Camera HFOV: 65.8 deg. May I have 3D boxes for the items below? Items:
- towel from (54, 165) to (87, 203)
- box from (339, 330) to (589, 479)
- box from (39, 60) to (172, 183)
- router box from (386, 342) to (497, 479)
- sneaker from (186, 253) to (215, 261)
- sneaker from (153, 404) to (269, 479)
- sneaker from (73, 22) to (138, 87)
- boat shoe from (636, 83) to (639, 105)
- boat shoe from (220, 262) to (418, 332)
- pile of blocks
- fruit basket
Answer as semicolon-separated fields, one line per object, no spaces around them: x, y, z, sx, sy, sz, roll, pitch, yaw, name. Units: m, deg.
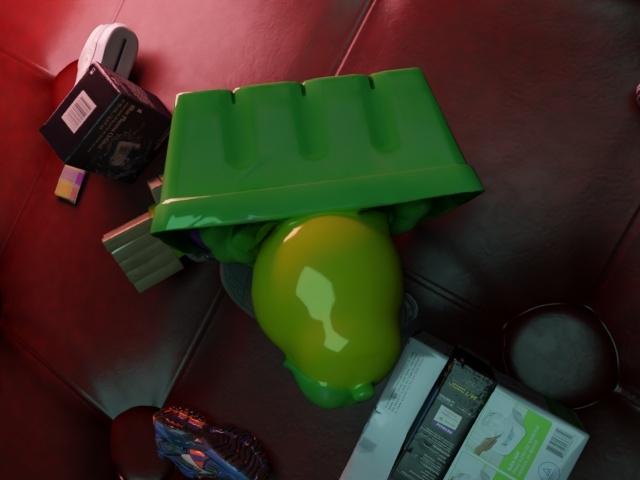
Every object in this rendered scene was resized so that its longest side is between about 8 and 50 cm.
-0.498;-0.120;0.990;0.060;0.009;0.083;20;91;21;towel
0.169;0.290;0.649;0.231;0.126;0.262;26;94;21;box
-0.364;-0.199;0.871;0.156;0.158;0.093;-46;72;10;box
0.129;0.181;0.517;0.046;0.179;0.133;29;91;18;router box
-0.110;-0.069;0.783;0.267;0.106;0.101;-45;91;1;sneaker
-0.178;0.347;0.802;0.221;0.083;0.087;17;104;26;sneaker
-0.430;-0.292;0.953;0.091;0.094;0.258;27;91;41;sneaker
0.452;-0.119;0.623;0.083;0.065;0.183;-42;74;10;boat shoe
-0.013;0.075;0.760;0.320;0.103;0.118;12;99;25;boat shoe
-0.225;-0.085;0.855;0.362;0.149;0.112;-54;28;-2;pile of blocks
0.000;0.000;0.602;0.391;0.283;0.392;1;83;-4;fruit basket
